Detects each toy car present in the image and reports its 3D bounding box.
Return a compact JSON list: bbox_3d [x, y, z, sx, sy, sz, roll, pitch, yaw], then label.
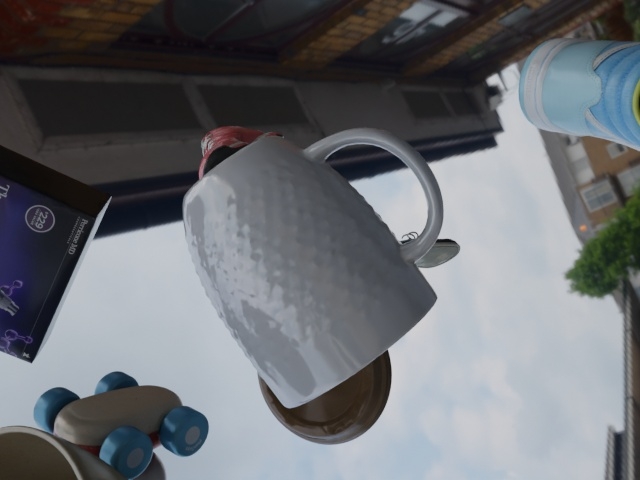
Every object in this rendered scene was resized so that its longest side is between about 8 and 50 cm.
[{"bbox_3d":[-0.317,0.362,1.143,0.210,0.219,0.238,-8,-73,-50],"label":"toy car"}]

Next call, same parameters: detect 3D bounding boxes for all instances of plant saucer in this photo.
[{"bbox_3d":[-0.004,0.237,1.323,0.041,0.278,0.278,3,-116,-63],"label":"plant saucer"}]

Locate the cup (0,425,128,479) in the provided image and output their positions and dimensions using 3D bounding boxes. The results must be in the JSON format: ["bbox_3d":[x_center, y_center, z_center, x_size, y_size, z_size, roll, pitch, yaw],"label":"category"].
[{"bbox_3d":[-0.322,0.415,0.900,0.237,0.331,0.331,37,-142,-54],"label":"cup"}]

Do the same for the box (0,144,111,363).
[{"bbox_3d":[-0.442,0.020,1.041,0.184,0.261,0.103,24,-160,-15],"label":"box"}]

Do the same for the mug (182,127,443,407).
[{"bbox_3d":[0.000,0.000,1.035,0.328,0.374,0.276,54,-162,0],"label":"mug"}]

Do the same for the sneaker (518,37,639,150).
[{"bbox_3d":[0.387,-0.134,0.735,0.319,0.208,0.127,-3,-73,-22],"label":"sneaker"}]

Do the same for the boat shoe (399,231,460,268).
[{"bbox_3d":[0.234,0.031,1.881,0.079,0.255,0.095,-110,7,-46],"label":"boat shoe"}]

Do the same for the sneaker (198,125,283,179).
[{"bbox_3d":[-0.181,-0.155,1.382,0.136,0.116,0.314,18,-162,10],"label":"sneaker"}]
